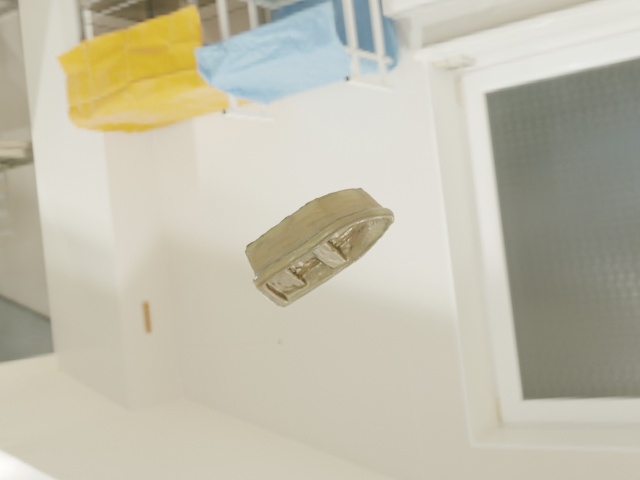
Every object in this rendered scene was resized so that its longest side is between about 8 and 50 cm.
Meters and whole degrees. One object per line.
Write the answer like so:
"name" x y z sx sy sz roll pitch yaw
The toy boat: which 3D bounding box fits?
"toy boat" 0.000 0.000 1.068 0.188 0.061 0.116 -33 155 5
